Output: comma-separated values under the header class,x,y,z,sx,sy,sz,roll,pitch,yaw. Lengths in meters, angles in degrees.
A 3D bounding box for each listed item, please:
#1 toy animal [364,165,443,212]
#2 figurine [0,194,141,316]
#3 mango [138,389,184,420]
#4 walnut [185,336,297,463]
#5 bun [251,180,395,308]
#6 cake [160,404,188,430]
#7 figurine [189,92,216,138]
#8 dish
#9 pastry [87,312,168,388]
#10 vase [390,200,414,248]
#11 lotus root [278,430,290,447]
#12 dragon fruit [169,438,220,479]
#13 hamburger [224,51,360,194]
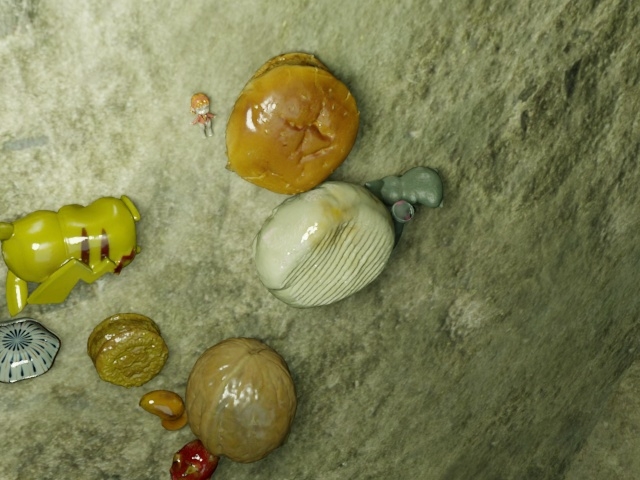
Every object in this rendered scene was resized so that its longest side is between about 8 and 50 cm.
class,x,y,z,sx,sy,sz,roll,pitch,yaw
toy animal,0.206,-0.137,1.932,0.236,0.108,0.138,8,92,-20
figurine,-0.540,0.021,1.562,0.326,0.169,0.218,-10,122,-24
mango,-0.425,0.439,1.991,0.127,0.077,0.063,20,136,-23
walnut,-0.211,0.426,1.954,0.332,0.333,0.333,-15,128,-20
bun,0.000,0.000,1.815,0.365,0.219,0.365,-22,142,-18
cake,-0.406,0.491,2.062,0.084,0.044,0.084,-15,130,-19
figurine,-0.257,-0.269,1.601,0.064,0.047,0.109,-27,141,-20
dish,-0.698,0.237,1.699,0.190,0.066,0.191,-13,128,-18
pastry,-0.474,0.270,1.823,0.188,0.103,0.189,-15,129,-20
vase,0.184,-0.037,1.921,0.086,0.086,0.214,-18,164,-18
lotus root,-0.142,0.505,2.174,0.110,0.097,0.259,-39,132,-50
dragon fruit,-0.337,0.618,2.159,0.246,0.125,0.125,-43,121,-18
hamburger,-0.069,-0.249,1.641,0.289,0.170,0.314,27,108,-33
